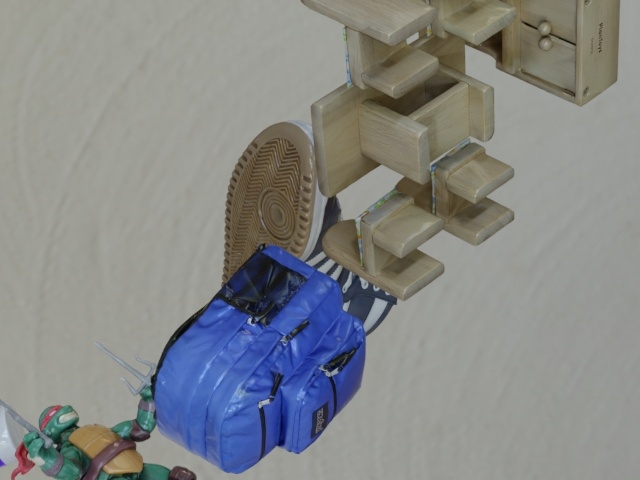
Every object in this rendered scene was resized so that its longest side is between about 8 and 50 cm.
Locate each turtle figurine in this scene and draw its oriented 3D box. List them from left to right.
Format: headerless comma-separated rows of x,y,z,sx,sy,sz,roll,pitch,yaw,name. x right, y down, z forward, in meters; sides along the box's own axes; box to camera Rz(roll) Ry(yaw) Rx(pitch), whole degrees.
-0.195,0.199,1.534,0.175,0.234,0.118,-39,-24,-43,turtle figurine

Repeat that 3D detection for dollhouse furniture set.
0.070,-0.126,1.128,0.242,0.212,0.161,-34,47,-31,dollhouse furniture set

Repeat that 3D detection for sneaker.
0.000,0.000,1.416,0.099,0.153,0.282,42,137,33,sneaker

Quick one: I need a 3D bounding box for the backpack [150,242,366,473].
-0.037,0.077,0.961,0.120,0.101,0.098,-42,-33,-33,backpack

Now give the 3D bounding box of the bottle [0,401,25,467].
-0.463,0.249,1.759,0.282,0.118,0.092,-19,52,4,bottle
